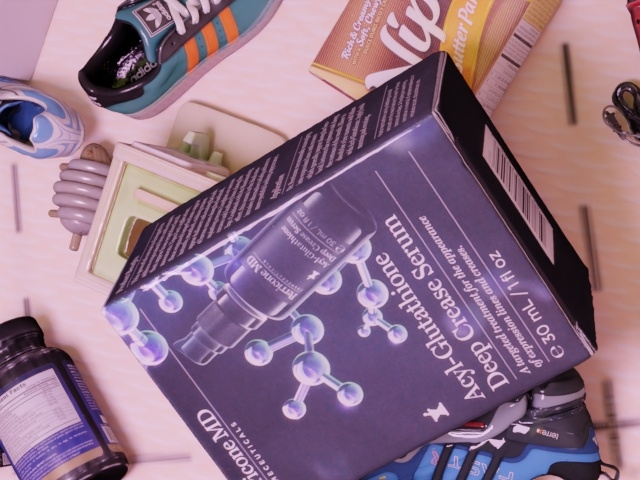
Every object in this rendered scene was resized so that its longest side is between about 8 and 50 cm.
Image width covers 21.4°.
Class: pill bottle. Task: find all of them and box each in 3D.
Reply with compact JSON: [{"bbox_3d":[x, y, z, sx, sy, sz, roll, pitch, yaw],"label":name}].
[{"bbox_3d":[-0.327,0.204,1.998,0.123,0.123,0.219,-38,72,19],"label":"pill bottle"}]

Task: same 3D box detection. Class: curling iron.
[{"bbox_3d":[0.322,-0.232,1.761,0.068,0.035,0.274,-3,86,14],"label":"curling iron"}]

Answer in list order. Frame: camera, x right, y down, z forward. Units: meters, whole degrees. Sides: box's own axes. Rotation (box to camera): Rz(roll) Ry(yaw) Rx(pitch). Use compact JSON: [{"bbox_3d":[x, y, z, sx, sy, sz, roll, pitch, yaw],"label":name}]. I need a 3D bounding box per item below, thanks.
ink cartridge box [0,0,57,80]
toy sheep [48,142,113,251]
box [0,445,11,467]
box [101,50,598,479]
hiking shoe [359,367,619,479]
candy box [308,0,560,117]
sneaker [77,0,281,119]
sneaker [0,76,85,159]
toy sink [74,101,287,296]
[{"bbox_3d":[-0.480,-0.336,2.058,0.270,0.198,0.197,23,97,24],"label":"ink cartridge box"},{"bbox_3d":[-0.278,-0.051,2.011,0.091,0.091,0.132,7,85,25],"label":"toy sheep"},{"bbox_3d":[-0.430,0.257,2.076,0.083,0.062,0.052,-8,85,24],"label":"box"},{"bbox_3d":[0.033,0.049,1.715,0.395,0.212,0.293,-30,106,18],"label":"box"},{"bbox_3d":[0.150,0.234,1.780,0.304,0.113,0.132,-20,91,30],"label":"hiking shoe"},{"bbox_3d":[0.148,-0.265,1.812,0.183,0.087,0.316,34,99,23],"label":"candy box"},{"bbox_3d":[-0.155,-0.255,1.942,0.302,0.121,0.108,-45,71,16],"label":"sneaker"},{"bbox_3d":[-0.383,-0.156,2.052,0.237,0.086,0.085,17,89,40],"label":"sneaker"},{"bbox_3d":[-0.158,-0.035,1.926,0.153,0.131,0.234,23,97,24],"label":"toy sink"}]
